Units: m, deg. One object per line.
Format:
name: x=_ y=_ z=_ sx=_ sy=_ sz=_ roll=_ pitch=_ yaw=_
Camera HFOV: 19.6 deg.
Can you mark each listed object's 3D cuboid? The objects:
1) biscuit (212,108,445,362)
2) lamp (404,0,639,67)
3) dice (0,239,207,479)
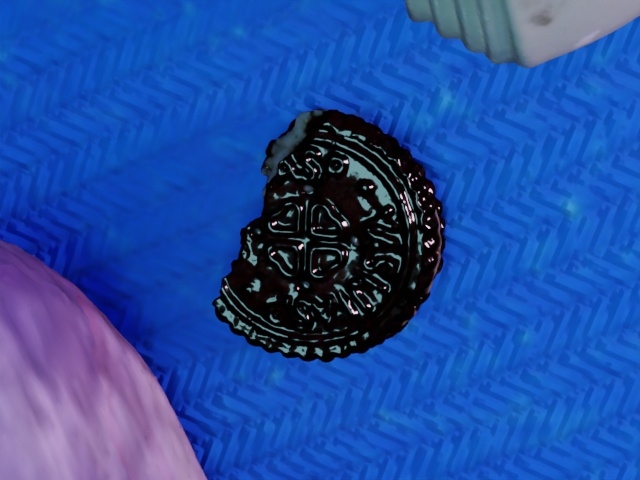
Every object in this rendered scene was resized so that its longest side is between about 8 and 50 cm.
biscuit: x=0.000 y=0.000 z=0.637 sx=0.089 sy=0.027 sz=0.087 roll=-21 pitch=101 yaw=19
lamp: x=0.101 y=-0.116 z=0.543 sx=0.193 sy=0.106 sz=0.106 roll=-14 pitch=103 yaw=8
dice: x=-0.185 y=0.167 z=0.602 sx=0.271 sy=0.270 sz=0.270 roll=-17 pitch=101 yaw=19
